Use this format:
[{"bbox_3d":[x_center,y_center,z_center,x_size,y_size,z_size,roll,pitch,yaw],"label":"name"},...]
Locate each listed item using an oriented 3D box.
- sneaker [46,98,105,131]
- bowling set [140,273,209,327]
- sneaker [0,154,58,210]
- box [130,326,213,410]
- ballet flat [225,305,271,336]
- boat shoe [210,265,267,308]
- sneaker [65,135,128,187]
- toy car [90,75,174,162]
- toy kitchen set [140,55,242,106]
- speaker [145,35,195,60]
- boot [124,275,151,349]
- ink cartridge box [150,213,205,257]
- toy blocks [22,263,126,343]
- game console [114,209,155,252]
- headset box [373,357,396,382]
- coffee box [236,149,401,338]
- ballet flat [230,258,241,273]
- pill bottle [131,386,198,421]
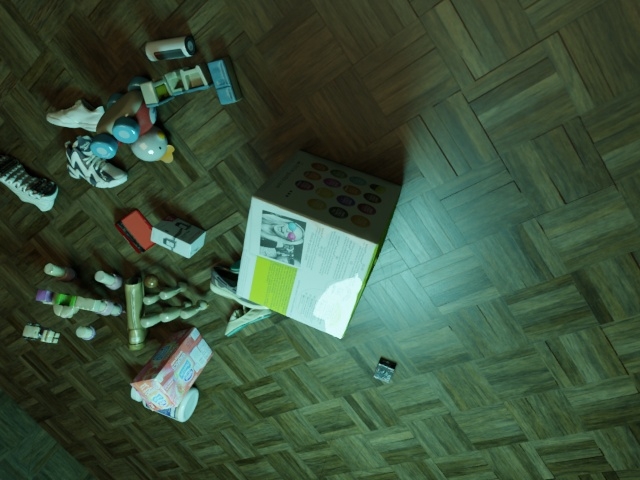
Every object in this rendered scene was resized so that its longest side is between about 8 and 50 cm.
[{"bbox_3d":[-0.795,-0.418,1.629,0.212,0.080,0.094,9,112,8],"label":"sneaker"},{"bbox_3d":[-0.570,0.207,1.898,0.286,0.154,0.200,-12,97,29],"label":"bowling set"},{"bbox_3d":[-1.130,-0.213,1.866,0.292,0.110,0.118,33,135,0],"label":"sneaker"},{"bbox_3d":[-0.576,0.501,1.962,0.142,0.300,0.154,-18,113,28],"label":"box"},{"bbox_3d":[-0.279,0.282,1.856,0.248,0.086,0.086,-29,106,32],"label":"ballet flat"},{"bbox_3d":[-0.266,0.161,1.754,0.285,0.103,0.092,16,130,19],"label":"boat shoe"},{"bbox_3d":[-0.769,-0.276,1.683,0.234,0.094,0.153,20,135,21],"label":"sneaker"},{"bbox_3d":[-0.537,-0.328,1.530,0.210,0.219,0.238,-22,139,30],"label":"toy car"},{"bbox_3d":[-0.358,-0.415,1.389,0.207,0.166,0.122,-5,118,24],"label":"toy kitchen set"},{"bbox_3d":[-0.424,-0.542,1.407,0.136,0.055,0.055,1,121,21],"label":"speaker"},{"bbox_3d":[-0.737,0.274,2.003,0.089,0.236,0.270,-4,102,-20],"label":"boot"},{"bbox_3d":[-0.490,-0.016,1.725,0.150,0.109,0.063,24,123,6],"label":"ink cartridge box"},{"bbox_3d":[-0.959,0.272,2.010,0.288,0.309,0.260,8,165,8],"label":"toy blocks"},{"bbox_3d":[-0.680,-0.032,1.851,0.144,0.085,0.124,55,154,-15],"label":"game console"},{"bbox_3d":[0.230,0.471,1.790,0.062,0.032,0.083,21,124,8],"label":"headset box"},{"bbox_3d":[0.000,0.000,1.399,0.334,0.338,0.338,21,125,8],"label":"coffee box"},{"bbox_3d":[-0.217,0.088,1.708,0.213,0.072,0.068,-20,120,31],"label":"ballet flat"},{"bbox_3d":[-0.695,0.691,2.219,0.264,0.153,0.153,17,125,11],"label":"pill bottle"}]
